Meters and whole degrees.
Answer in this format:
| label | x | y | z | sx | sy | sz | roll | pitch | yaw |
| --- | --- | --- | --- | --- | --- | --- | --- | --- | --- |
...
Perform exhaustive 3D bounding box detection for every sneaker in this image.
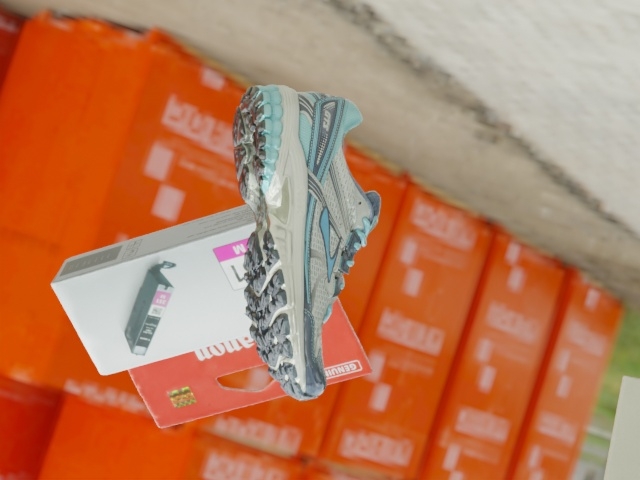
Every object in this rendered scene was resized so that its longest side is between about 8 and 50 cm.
| label | x | y | z | sx | sy | sz | roll | pitch | yaw |
| --- | --- | --- | --- | --- | --- | --- | --- | --- | --- |
| sneaker | 0.000 | 0.000 | 1.429 | 0.122 | 0.283 | 0.110 | -3 | 178 | -19 |

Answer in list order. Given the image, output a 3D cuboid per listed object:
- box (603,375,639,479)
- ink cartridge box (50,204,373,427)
| label | x | y | z | sx | sy | sz | roll | pitch | yaw |
| --- | --- | --- | --- | --- | --- | --- | --- | --- | --- |
| box | 0.466 | 0.360 | 2.283 | 0.121 | 0.311 | 0.148 | 9 | 173 | 17 |
| ink cartridge box | -0.113 | 0.094 | 1.711 | 0.275 | 0.239 | 0.060 | -16 | -155 | 19 |
